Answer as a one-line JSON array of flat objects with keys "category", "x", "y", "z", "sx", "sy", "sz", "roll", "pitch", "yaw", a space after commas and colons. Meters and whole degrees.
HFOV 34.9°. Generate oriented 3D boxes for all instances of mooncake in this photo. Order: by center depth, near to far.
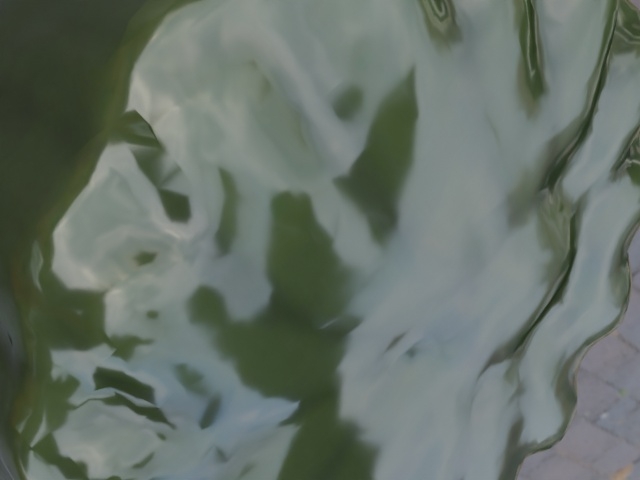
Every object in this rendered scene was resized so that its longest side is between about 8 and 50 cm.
[{"category": "mooncake", "x": 0.000, "y": 0.000, "z": 0.468, "sx": 0.356, "sy": 0.194, "sz": 0.357, "roll": -19, "pitch": 124, "yaw": -32}]
